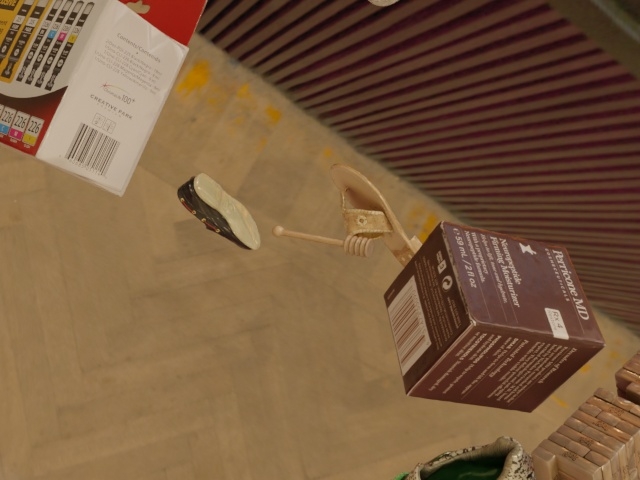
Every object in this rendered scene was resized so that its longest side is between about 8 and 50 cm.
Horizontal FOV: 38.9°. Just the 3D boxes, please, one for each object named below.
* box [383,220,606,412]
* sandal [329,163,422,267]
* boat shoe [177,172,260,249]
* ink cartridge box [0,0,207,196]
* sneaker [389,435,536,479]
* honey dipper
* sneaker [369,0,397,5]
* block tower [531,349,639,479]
[{"bbox_3d":[0.217,0.102,1.175,0.203,0.167,0.168,11,45,-24],"label":"box"},{"bbox_3d":[0.081,-0.018,1.496,0.240,0.088,0.079,47,63,0],"label":"sandal"},{"bbox_3d":[-0.127,-0.032,1.157,0.133,0.042,0.049,45,37,-32],"label":"boat shoe"},{"bbox_3d":[-0.322,-0.231,1.151,0.130,0.309,0.272,28,84,-46],"label":"ink cartridge box"},{"bbox_3d":[0.126,0.368,1.275,0.410,0.158,0.182,-24,132,3],"label":"sneaker"},{"bbox_3d":[0.000,0.000,1.336,0.161,0.030,0.030,9,89,24],"label":"honey dipper"},{"bbox_3d":[0.119,-0.510,1.425,0.094,0.151,0.256,12,117,17],"label":"sneaker"},{"bbox_3d":[0.434,0.239,1.242,0.335,0.097,0.091,-34,124,-26],"label":"block tower"}]
